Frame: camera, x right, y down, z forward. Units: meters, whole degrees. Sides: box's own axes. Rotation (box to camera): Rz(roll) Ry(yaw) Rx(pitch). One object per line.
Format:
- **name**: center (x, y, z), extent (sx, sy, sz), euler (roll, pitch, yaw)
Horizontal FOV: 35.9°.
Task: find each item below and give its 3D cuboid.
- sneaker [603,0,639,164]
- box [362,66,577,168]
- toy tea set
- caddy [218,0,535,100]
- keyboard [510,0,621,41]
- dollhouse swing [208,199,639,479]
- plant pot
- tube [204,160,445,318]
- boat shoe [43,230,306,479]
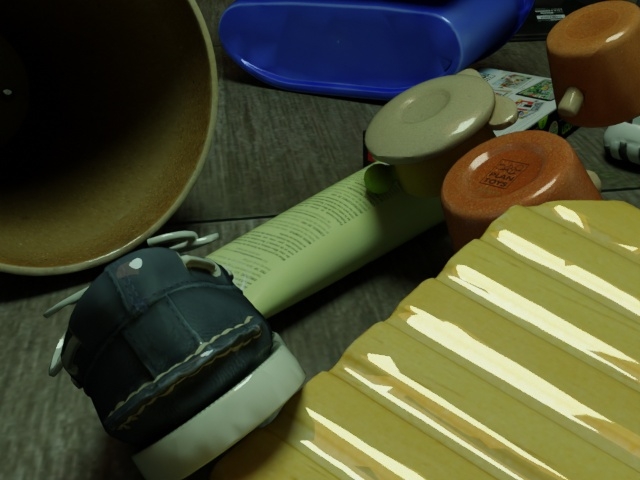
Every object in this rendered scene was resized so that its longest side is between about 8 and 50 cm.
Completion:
- **sneaker**: center (0.340, -0.175, 0.849), extent (0.106, 0.163, 0.281), euler (17, 32, 32)
- **box**: center (0.139, -0.100, 0.853), extent (0.114, 0.036, 0.207), euler (17, 32, 32)
- **toy tea set**: center (0.198, -0.060, 0.586), extent (0.336, 0.124, 0.200), euler (-25, 32, 7)
- **caddy**: center (0.047, -0.278, 0.988), extent (0.341, 0.241, 0.179), euler (11, 36, 28)
- **keyboard**: center (0.272, -0.264, 1.192), extent (0.191, 0.038, 0.100), euler (-2, 50, -3)
- **dollhouse swing**: center (0.179, 0.041, 0.263), extent (0.305, 0.315, 0.346), euler (41, 48, 15)
- **plant pot**: center (-0.236, -0.109, 0.727), extent (0.237, 0.237, 0.254), euler (-18, 16, -29)
- **tube**: center (0.000, 0.000, 0.649), extent (0.240, 0.070, 0.062), euler (-29, 77, -37)
- **boat shoe**: center (-0.071, 0.043, 0.430), extent (0.095, 0.079, 0.254), euler (-34, 3, -6)
